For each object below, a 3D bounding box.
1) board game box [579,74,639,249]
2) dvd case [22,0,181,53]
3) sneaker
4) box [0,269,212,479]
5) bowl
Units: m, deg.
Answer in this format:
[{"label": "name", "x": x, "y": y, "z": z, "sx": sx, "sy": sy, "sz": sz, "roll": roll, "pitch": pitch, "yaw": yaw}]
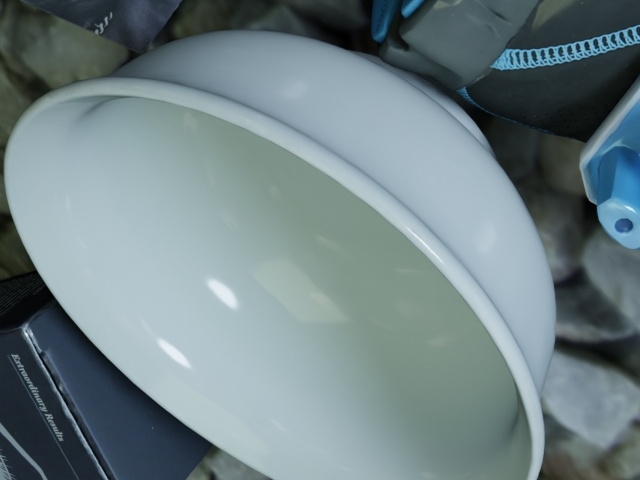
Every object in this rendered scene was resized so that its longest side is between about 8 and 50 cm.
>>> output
[{"label": "board game box", "x": 0.356, "y": -0.052, "z": 0.447, "sx": 0.390, "sy": 0.050, "sz": 0.390, "roll": 29, "pitch": 127, "yaw": -6}, {"label": "dvd case", "x": -0.107, "y": -0.197, "z": 0.629, "sx": 0.164, "sy": 0.018, "sz": 0.221, "roll": 22, "pitch": 133, "yaw": -27}, {"label": "sneaker", "x": 0.167, "y": -0.176, "z": 0.512, "sx": 0.139, "sy": 0.125, "sz": 0.341, "roll": 28, "pitch": 129, "yaw": -22}, {"label": "box", "x": -0.198, "y": 0.111, "z": 0.849, "sx": 0.207, "sy": 0.108, "sz": 0.153, "roll": -14, "pitch": 110, "yaw": 32}, {"label": "bowl", "x": 0.000, "y": 0.000, "z": 0.641, "sx": 0.298, "sy": 0.134, "sz": 0.298, "roll": 24, "pitch": 147, "yaw": 17}]
